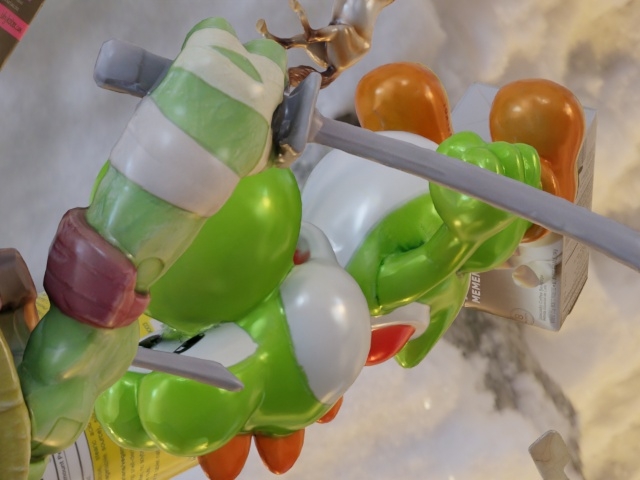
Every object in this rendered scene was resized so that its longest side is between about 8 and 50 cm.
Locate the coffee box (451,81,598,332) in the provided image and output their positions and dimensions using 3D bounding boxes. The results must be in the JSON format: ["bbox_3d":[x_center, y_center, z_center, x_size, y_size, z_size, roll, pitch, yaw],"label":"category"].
[{"bbox_3d":[0.210,-0.033,1.557,0.141,0.098,0.246,17,138,22],"label":"coffee box"}]

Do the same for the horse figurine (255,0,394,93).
[{"bbox_3d":[0.028,-0.282,1.752,0.174,0.066,0.263,30,86,-43],"label":"horse figurine"}]

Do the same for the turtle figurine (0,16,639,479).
[{"bbox_3d":[-0.100,-0.022,0.453,0.274,0.198,0.266,-33,99,-21],"label":"turtle figurine"}]

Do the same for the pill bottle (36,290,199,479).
[{"bbox_3d":[-0.230,0.143,1.176,0.334,0.188,0.188,-22,136,-33],"label":"pill bottle"}]

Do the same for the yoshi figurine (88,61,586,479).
[{"bbox_3d":[0.002,-0.024,0.819,0.203,0.362,0.203,46,134,7],"label":"yoshi figurine"}]

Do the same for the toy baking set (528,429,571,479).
[{"bbox_3d":[0.181,0.289,1.250,0.196,0.030,0.256,21,102,-39],"label":"toy baking set"}]

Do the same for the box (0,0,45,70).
[{"bbox_3d":[-0.294,-0.257,1.142,0.270,0.165,0.143,-60,168,-9],"label":"box"}]
